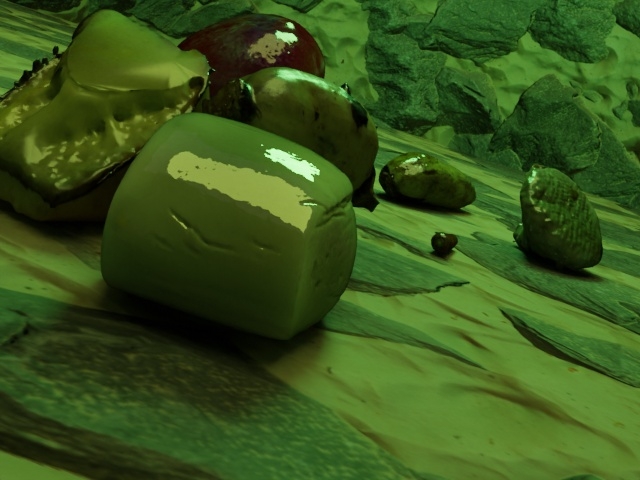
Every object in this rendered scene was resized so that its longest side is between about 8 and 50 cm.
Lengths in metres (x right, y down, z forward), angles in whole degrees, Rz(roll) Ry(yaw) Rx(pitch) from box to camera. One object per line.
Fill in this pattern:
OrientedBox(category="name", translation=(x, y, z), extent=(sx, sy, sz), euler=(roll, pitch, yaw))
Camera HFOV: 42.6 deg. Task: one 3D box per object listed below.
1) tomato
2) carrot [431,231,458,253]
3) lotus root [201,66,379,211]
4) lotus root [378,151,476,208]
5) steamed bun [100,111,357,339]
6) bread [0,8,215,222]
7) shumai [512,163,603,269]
OrientedBox(category="tomato", translation=(-0.132, -0.290, 1.373), extent=(0.290, 0.176, 0.335), euler=(12, 27, 8))
OrientedBox(category="carrot", translation=(0.185, 0.003, 1.216), extent=(0.032, 0.032, 0.093), euler=(22, 9, 17))
OrientedBox(category="lotus root", translation=(-0.026, -0.112, 0.900), extent=(0.257, 0.154, 0.140), euler=(27, 33, -53))
OrientedBox(category="lotus root", translation=(0.210, -0.115, 1.590), extent=(0.258, 0.097, 0.110), euler=(9, 13, -46))
OrientedBox(category="steamed bun", translation=(-0.063, -0.019, 0.718), extent=(0.200, 0.154, 0.250), euler=(18, 15, 5))
OrientedBox(category="bread", translation=(-0.229, -0.107, 0.864), extent=(0.204, 0.162, 0.262), euler=(26, 58, 26))
OrientedBox(category="shumai", translation=(0.390, -0.028, 1.418), extent=(0.201, 0.120, 0.201), euler=(21, 53, -31))
